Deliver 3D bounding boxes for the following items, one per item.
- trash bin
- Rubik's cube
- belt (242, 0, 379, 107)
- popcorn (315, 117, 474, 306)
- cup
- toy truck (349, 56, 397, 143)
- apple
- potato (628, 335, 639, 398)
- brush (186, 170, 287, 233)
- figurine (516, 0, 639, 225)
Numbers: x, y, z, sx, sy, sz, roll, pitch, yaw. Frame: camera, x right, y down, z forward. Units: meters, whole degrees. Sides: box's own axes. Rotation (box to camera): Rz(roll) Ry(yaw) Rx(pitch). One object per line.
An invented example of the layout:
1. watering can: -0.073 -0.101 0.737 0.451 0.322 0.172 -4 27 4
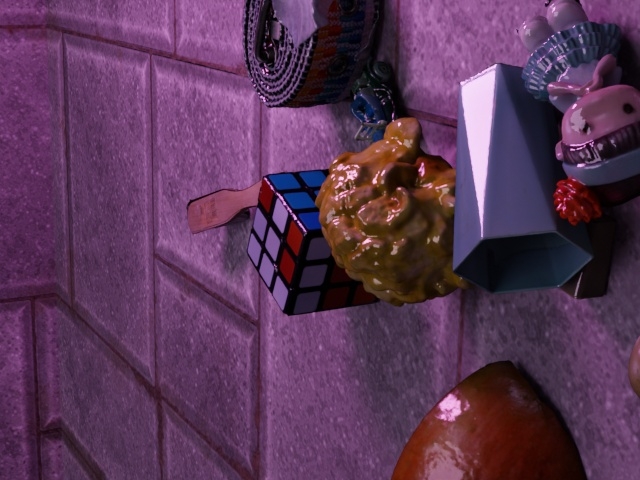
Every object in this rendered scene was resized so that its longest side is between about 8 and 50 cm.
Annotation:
1. trash bin: 0.295 0.012 1.271 0.061 0.043 0.092 40 126 54
2. Rubik's cube: 0.000 0.000 1.699 0.162 0.161 0.163 55 141 42
3. belt: -0.020 -0.320 1.682 0.207 0.150 0.257 48 137 41
4. popcorn: 0.111 -0.033 1.446 0.235 0.181 0.216 26 82 26
5. cup: 0.214 -0.071 1.266 0.148 0.134 0.235 126 150 -52
6. toy truck: 0.074 -0.179 1.612 0.080 0.078 0.154 -56 47 50
7. apple: 0.208 0.337 1.415 0.179 0.254 0.346 -55 -25 -65
8. potato: 0.361 0.105 1.049 0.194 0.157 0.157 125 132 -56
9. brush: -0.139 -0.069 2.074 0.327 0.065 0.070 -16 75 53
10. figurine: 0.277 -0.139 1.185 0.138 0.110 0.245 -32 56 23
